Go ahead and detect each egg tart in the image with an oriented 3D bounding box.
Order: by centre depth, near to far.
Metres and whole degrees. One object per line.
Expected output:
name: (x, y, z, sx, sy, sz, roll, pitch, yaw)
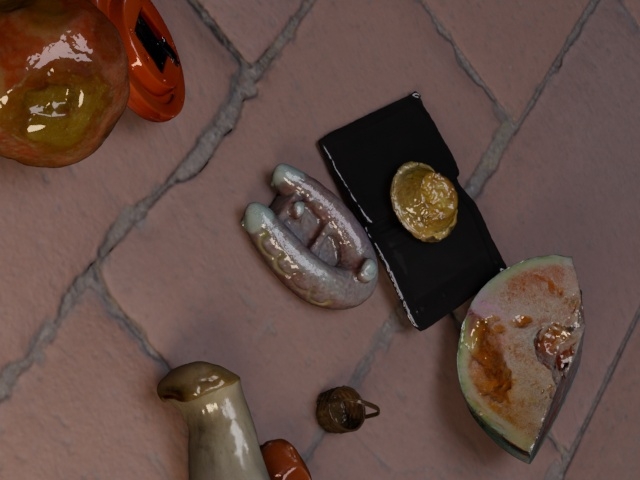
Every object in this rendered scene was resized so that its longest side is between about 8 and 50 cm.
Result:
egg tart: (0.161, -0.060, 2.175, 0.128, 0.049, 0.129, 14, 64, -32)

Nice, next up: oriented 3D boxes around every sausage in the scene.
sausage: (-0.049, 0.348, 1.894, 0.089, 0.089, 0.179, -16, 97, -43)

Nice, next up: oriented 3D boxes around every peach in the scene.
peach: (-0.346, -0.183, 1.717, 0.235, 0.214, 0.214, -27, 95, -36)

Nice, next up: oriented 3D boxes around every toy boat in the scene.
toy boat: (0.000, 0.000, 2.041, 0.227, 0.085, 0.155, 49, 50, -20)

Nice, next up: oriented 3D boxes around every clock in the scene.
clock: (-0.234, -0.250, 1.883, 0.205, 0.051, 0.205, 52, 25, -37)

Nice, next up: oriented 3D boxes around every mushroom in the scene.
mushroom: (-0.101, 0.306, 1.819, 0.122, 0.159, 0.329, 42, 31, -84)

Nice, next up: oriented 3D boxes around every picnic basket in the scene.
picnic basket: (0.041, 0.230, 2.008, 0.072, 0.083, 0.072, 13, 70, -38)

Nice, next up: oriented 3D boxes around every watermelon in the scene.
watermelon: (0.295, 0.186, 2.226, 0.322, 0.175, 0.188, -60, 162, -28)

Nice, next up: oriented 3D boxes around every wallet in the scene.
wallet: (0.147, -0.049, 2.215, 0.247, 0.041, 0.323, -29, 94, -43)
